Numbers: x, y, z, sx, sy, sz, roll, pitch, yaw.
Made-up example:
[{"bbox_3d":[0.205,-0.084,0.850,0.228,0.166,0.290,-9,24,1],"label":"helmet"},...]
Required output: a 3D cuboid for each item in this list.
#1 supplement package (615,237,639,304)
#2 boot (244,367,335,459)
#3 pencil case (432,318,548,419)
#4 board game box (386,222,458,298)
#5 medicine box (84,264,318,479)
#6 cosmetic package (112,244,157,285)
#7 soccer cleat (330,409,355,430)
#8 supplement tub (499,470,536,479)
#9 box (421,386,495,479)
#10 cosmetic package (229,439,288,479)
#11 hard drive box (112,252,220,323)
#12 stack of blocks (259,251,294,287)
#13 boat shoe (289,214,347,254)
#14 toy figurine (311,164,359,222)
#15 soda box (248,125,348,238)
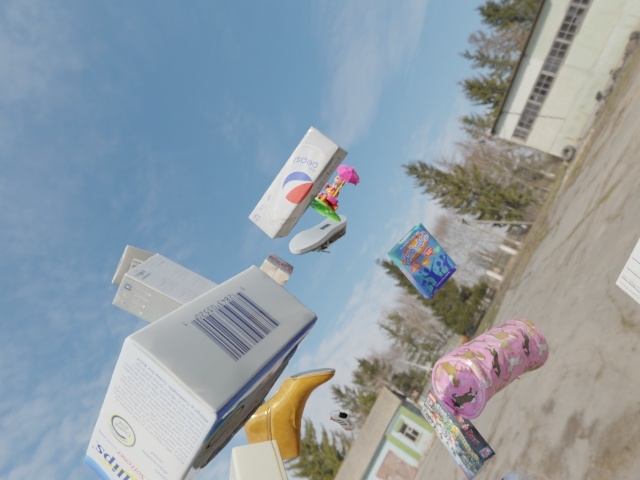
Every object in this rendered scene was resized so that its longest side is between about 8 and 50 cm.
[{"bbox_3d":[0.787,0.062,0.944,0.105,0.105,0.179,-21,-44,-6],"label":"supplement package"},{"bbox_3d":[-0.074,0.489,1.159,0.294,0.212,0.104,-18,-14,7],"label":"boot"},{"bbox_3d":[0.464,0.335,1.116,0.385,0.167,0.160,-9,-12,-40],"label":"pencil case"},{"bbox_3d":[0.355,0.070,1.431,0.160,0.210,0.047,-43,4,-17],"label":"board game box"},{"bbox_3d":[-0.175,0.222,0.635,0.289,0.149,0.263,-60,-14,28],"label":"medicine box"},{"bbox_3d":[-0.588,0.093,1.328,0.238,0.107,0.127,-13,59,65],"label":"cosmetic package"},{"bbox_3d":[0.058,0.424,0.974,0.035,0.083,0.029,-36,26,26],"label":"soccer cleat"},{"bbox_3d":[0.449,0.767,1.005,0.331,0.241,0.241,-51,-20,12],"label":"supplement tub"},{"bbox_3d":[0.399,0.566,1.227,0.044,0.233,0.159,-20,-44,-19],"label":"box"},{"bbox_3d":[-0.116,0.609,0.874,0.113,0.309,0.160,-1,-66,-22],"label":"cosmetic package"},{"bbox_3d":[-0.367,0.145,1.055,0.089,0.232,0.181,-61,4,15],"label":"hard drive box"},{"bbox_3d":[-0.201,0.189,1.206,0.297,0.087,0.171,-54,5,7],"label":"stack of blocks"},{"bbox_3d":[-0.003,-0.001,1.684,0.306,0.113,0.105,-37,-48,-42],"label":"boat shoe"},{"bbox_3d":[0.050,-0.157,1.272,0.159,0.130,0.173,-52,13,-7],"label":"toy figurine"},{"bbox_3d":[-0.057,-0.141,1.057,0.286,0.091,0.098,-52,-12,13],"label":"soda box"}]
